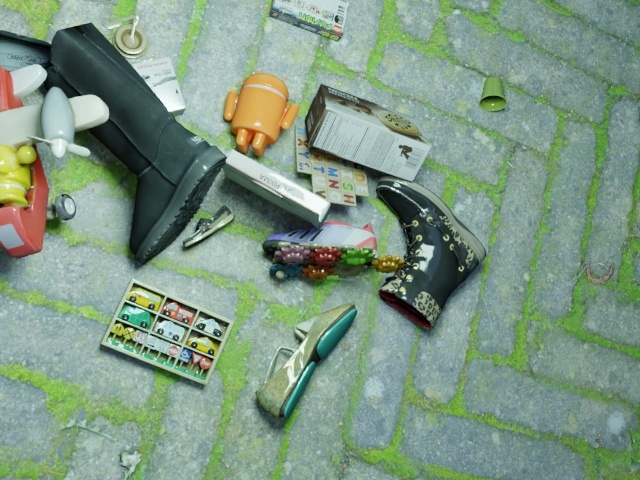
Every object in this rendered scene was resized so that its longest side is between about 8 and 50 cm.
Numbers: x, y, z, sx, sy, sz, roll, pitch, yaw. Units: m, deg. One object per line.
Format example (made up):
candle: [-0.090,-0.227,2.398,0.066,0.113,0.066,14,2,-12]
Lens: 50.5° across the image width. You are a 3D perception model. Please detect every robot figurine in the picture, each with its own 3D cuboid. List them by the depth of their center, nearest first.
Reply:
robot figurine: [-0.150,-0.327,1.717,0.128,0.158,0.219,26,72,-45]

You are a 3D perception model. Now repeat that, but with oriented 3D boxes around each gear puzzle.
gear puzzle: [0.046,0.067,1.698,0.339,0.175,0.044,3,60,-13]

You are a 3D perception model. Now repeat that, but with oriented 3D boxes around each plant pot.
plant pot: [0.514,-0.441,2.022,0.083,0.083,0.079,16,65,-19]

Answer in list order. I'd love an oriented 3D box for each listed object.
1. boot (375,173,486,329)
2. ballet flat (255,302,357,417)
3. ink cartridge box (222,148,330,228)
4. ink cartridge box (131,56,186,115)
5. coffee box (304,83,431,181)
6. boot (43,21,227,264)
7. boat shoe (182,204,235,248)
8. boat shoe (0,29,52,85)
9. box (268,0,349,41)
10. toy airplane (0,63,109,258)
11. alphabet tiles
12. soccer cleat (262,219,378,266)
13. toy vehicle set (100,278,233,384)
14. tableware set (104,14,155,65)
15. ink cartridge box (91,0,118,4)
boot: [0.248,0.031,1.827,0.377,0.138,0.284,41,71,-18]
ballet flat: [-0.041,0.276,1.701,0.123,0.123,0.348,41,69,-12]
ink cartridge box: [-0.107,-0.130,1.610,0.275,0.239,0.060,29,83,3]
ink cartridge box: [-0.399,-0.370,1.663,0.099,0.056,0.135,-19,91,-21]
coffee box: [0.119,-0.281,1.769,0.297,0.168,0.118,17,121,-15]
boot: [-0.463,-0.211,1.540,0.445,0.367,0.146,42,30,3]
boat shoe: [-0.282,-0.034,1.672,0.152,0.056,0.049,-36,92,-31]
boat shoe: [-0.746,-0.414,1.503,0.340,0.113,0.127,7,81,-20]
box: [-0.030,-0.632,1.850,0.207,0.036,0.114,15,78,-19]
toy airplane: [-0.672,-0.204,1.402,0.384,0.272,0.386,33,98,7]
alphabet tiles: [0.030,-0.194,1.782,0.198,0.009,0.237,9,55,-20]
soccer cleat: [0.000,0.000,1.755,0.318,0.108,0.116,5,69,-22]
toy vehicle set: [-0.361,0.219,1.615,0.267,0.035,0.166,25,75,-16]
tableware set: [-0.508,-0.470,1.643,0.194,0.039,0.128,-28,94,-22]
ink cartridge box: [-0.534,-0.641,1.565,0.153,0.208,0.086,4,79,-21]
